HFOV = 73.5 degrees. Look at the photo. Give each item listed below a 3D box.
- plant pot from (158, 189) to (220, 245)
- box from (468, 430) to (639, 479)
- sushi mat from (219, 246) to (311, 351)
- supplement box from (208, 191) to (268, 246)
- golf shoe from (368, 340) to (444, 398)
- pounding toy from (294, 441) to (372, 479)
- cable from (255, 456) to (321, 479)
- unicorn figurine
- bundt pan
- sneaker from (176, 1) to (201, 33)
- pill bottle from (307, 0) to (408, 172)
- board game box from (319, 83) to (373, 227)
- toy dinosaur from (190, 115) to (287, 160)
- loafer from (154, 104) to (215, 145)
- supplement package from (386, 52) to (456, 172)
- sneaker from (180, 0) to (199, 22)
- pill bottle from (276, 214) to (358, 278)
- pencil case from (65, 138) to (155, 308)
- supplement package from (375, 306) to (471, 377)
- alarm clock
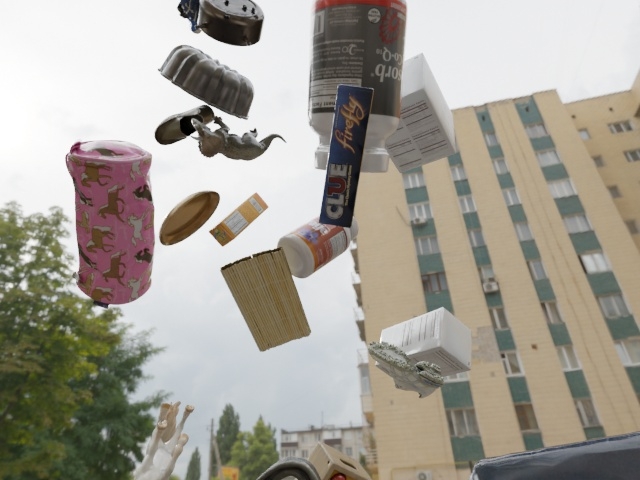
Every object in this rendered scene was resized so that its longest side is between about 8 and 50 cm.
[{"bbox_3d":[-0.416,-0.077,1.349,0.032,0.236,0.236,44,-37,8],"label":"plant pot"},{"bbox_3d":[0.446,0.233,0.242,0.472,0.297,0.480,21,-42,-37],"label":"box"},{"bbox_3d":[-0.126,0.157,1.070,0.151,0.019,0.316,-19,-52,-5],"label":"sushi mat"},{"bbox_3d":[-0.281,-0.076,1.495,0.078,0.233,0.080,-29,-77,41],"label":"supplement box"},{"bbox_3d":[0.167,0.279,0.899,0.176,0.069,0.086,29,-67,-3],"label":"golf shoe"},{"bbox_3d":[0.042,0.474,0.815,0.141,0.130,0.100,37,-7,-22],"label":"pounding toy"},{"bbox_3d":[-0.111,0.326,0.387,0.287,0.139,0.072,-34,-25,1],"label":"cable"},{"bbox_3d":[-0.184,0.245,0.465,0.060,0.111,0.162,25,-1,7],"label":"unicorn figurine"},{"bbox_3d":[-0.364,-0.544,1.446,0.331,0.331,0.124,21,-69,-33],"label":"bundt pan"},{"bbox_3d":[-0.340,-0.600,1.134,0.085,0.058,0.152,19,2,-35],"label":"sneaker"},{"bbox_3d":[0.077,-0.338,0.950,0.210,0.362,0.210,2,11,0],"label":"pill bottle"},{"bbox_3d":[0.038,-0.130,0.612,0.042,0.243,0.165,9,-73,2],"label":"board game box"},{"bbox_3d":[-0.253,-0.290,1.302,0.314,0.160,0.121,10,-50,-31],"label":"toy dinosaur"},{"bbox_3d":[-0.502,-0.413,1.540,0.251,0.087,0.094,-23,-66,17],"label":"loafer"},{"bbox_3d":[0.287,-0.397,1.365,0.198,0.199,0.262,-17,-44,30],"label":"supplement package"},{"bbox_3d":[-0.245,-0.496,0.916,0.052,0.058,0.135,-43,-23,29],"label":"sneaker"},{"bbox_3d":[0.000,0.000,1.112,0.216,0.121,0.121,-33,-10,-41],"label":"pill bottle"},{"bbox_3d":[-0.475,-0.039,0.980,0.160,0.167,0.386,23,-61,20],"label":"pencil case"},{"bbox_3d":[0.304,0.320,1.268,0.139,0.134,0.244,39,-46,-20],"label":"supplement package"},{"bbox_3d":[-0.177,-0.464,0.872,0.129,0.192,0.064,14,-45,-10],"label":"alarm clock"}]
